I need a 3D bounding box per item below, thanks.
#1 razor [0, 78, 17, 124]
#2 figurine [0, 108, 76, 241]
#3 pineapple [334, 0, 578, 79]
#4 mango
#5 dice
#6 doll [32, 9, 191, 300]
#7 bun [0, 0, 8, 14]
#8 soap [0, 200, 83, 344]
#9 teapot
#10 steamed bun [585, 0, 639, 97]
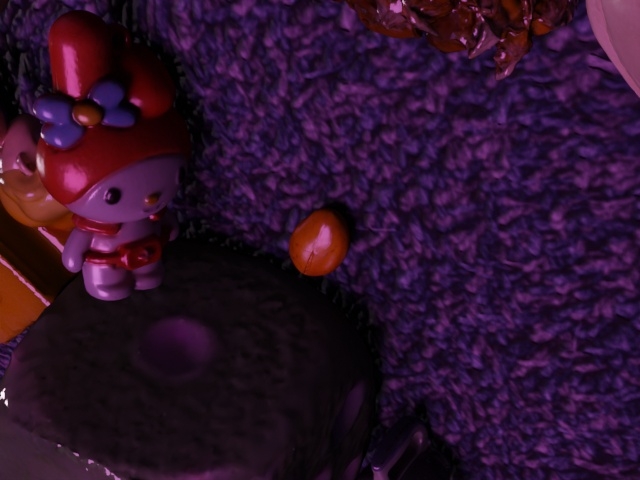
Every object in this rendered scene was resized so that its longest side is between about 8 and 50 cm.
[{"bbox_3d":[-0.376,-0.138,1.544,0.090,0.054,0.148,14,138,30],"label":"razor"},{"bbox_3d":[-0.312,-0.092,1.456,0.246,0.131,0.156,37,-169,-22],"label":"figurine"},{"bbox_3d":[0.067,-0.235,0.972,0.334,0.161,0.158,45,142,-5],"label":"pineapple"},{"bbox_3d":[0.000,0.000,1.382,0.060,0.046,0.089,32,140,9],"label":"mango"},{"bbox_3d":[-0.142,0.214,1.507,0.322,0.318,0.330,24,142,18],"label":"dice"},{"bbox_3d":[-0.202,-0.086,1.362,0.130,0.161,0.290,28,127,46],"label":"doll"},{"bbox_3d":[-0.473,-0.310,1.315,0.364,0.202,0.364,21,140,19],"label":"bun"},{"bbox_3d":[-0.444,-0.024,1.692,0.324,0.096,0.204,44,143,-9],"label":"soap"},{"bbox_3d":[0.087,0.263,1.548,0.111,0.108,0.149,-10,128,48],"label":"teapot"},{"bbox_3d":[0.257,-0.163,0.852,0.250,0.200,0.155,50,157,-25],"label":"steamed bun"}]
